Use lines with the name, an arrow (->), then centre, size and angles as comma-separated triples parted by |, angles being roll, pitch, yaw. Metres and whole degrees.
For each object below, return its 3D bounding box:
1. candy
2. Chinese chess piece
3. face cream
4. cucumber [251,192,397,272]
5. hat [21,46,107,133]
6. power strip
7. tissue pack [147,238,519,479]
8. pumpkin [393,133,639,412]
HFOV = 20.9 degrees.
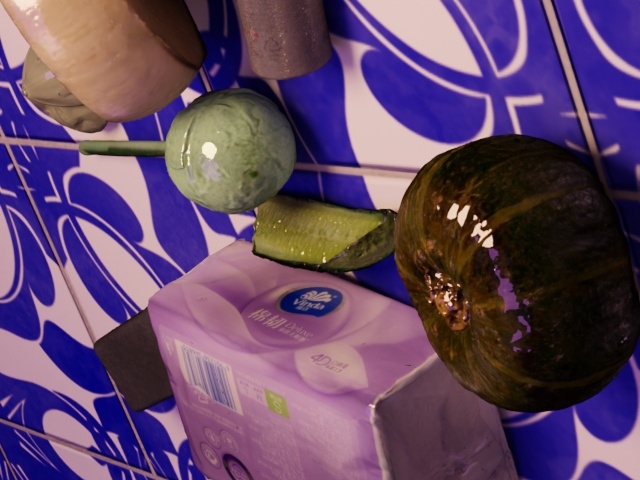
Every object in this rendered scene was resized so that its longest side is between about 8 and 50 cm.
candy -> -0.160, -0.093, 1.737 | 0.440, 0.119, 0.119 | 8, 125, 60
Chinese chess piece -> -0.205, -0.225, 1.541 | 0.250, 0.103, 0.250 | 55, -170, -15
face cream -> -0.049, -0.269, 1.418 | 0.073, 0.073, 0.283 | 24, 137, 43
cucumber -> 0.000, 0.000, 1.621 | 0.046, 0.070, 0.220 | 38, 163, -32
hat -> -0.250, -0.173, 1.807 | 0.166, 0.081, 0.122 | -23, 102, 49
power strip -> -0.177, 0.123, 1.986 | 0.105, 0.070, 0.257 | 59, 148, -1
tissue pack -> 0.013, 0.163, 1.658 | 0.338, 0.160, 0.242 | 21, 137, 44
pumpkin -> 0.153, 0.023, 1.329 | 0.223, 0.157, 0.223 | 53, 153, 42
